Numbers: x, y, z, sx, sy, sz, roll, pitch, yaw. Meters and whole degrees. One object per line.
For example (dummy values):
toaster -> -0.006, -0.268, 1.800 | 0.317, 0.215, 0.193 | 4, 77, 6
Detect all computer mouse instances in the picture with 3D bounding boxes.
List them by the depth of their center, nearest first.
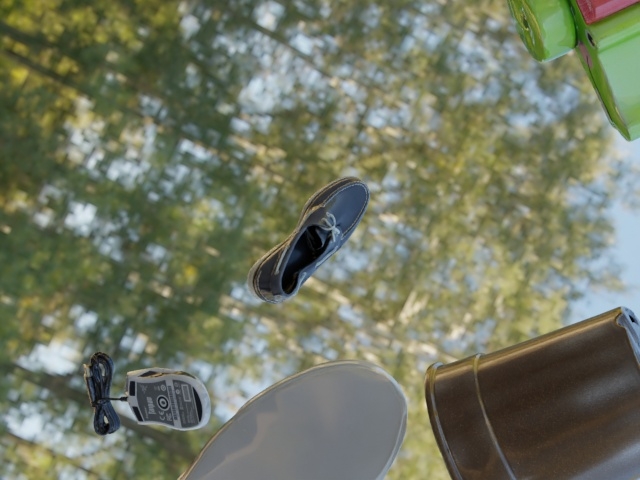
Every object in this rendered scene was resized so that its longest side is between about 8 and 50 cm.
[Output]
computer mouse -> -0.196, 0.184, 1.585 | 0.042, 0.193, 0.106 | -24, 110, -54

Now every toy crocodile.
toy crocodile -> 0.170, -0.234, 0.916 | 0.115, 0.341, 0.105 | -20, 179, -1

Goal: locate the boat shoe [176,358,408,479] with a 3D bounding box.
boat shoe -> -0.066, 0.220, 1.135 | 0.340, 0.127, 0.158 | -41, 179, 4

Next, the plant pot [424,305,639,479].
plant pot -> 0.194, 0.140, 1.070 | 0.165, 0.167, 0.167 | -28, -152, 18

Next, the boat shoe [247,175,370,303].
boat shoe -> 0.000, 0.000, 1.643 | 0.206, 0.075, 0.065 | -46, -156, -22
